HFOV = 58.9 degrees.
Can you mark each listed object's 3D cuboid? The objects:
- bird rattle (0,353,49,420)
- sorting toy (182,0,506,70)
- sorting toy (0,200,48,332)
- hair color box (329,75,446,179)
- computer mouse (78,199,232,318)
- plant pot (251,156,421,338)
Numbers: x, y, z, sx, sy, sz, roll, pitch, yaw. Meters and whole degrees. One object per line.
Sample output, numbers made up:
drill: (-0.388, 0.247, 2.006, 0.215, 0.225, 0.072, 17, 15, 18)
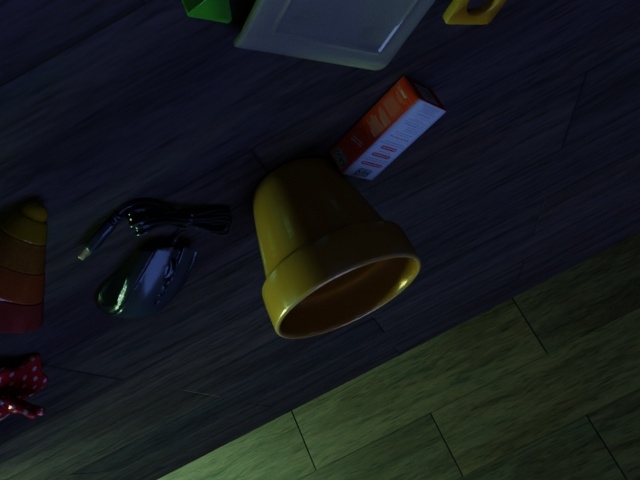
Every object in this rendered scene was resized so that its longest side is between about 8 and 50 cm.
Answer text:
bird rattle: (-0.558, 0.265, 0.876, 0.253, 0.143, 0.207, -24, 172, -40)
sorting toy: (0.036, -0.234, 0.493, 0.347, 0.047, 0.196, -5, 153, -40)
sorting toy: (-0.382, -0.013, 0.488, 0.126, 0.127, 0.365, -60, 149, 2)
hair color box: (0.086, -0.141, 0.736, 0.072, 0.043, 0.141, 4, 141, -50)
computer mouse: (-0.244, 0.045, 0.758, 0.262, 0.060, 0.184, -39, 154, 26)
plant pot: (0.000, 0.000, 0.758, 0.205, 0.188, 0.205, -22, 156, -11)
